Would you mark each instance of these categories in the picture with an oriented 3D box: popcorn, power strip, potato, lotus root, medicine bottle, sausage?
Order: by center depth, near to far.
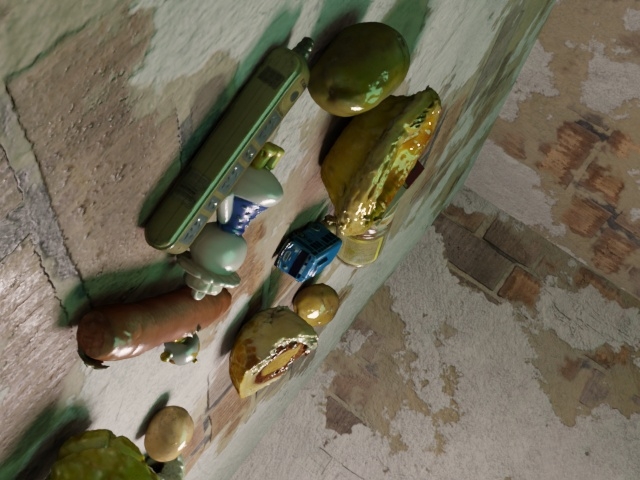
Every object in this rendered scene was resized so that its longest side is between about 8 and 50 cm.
[{"bbox_3d":[-0.125,-0.142,1.166,0.388,0.066,0.092,-55,170,-1],"label":"power strip"},{"bbox_3d":[-0.260,0.127,1.304,0.094,0.094,0.419,-18,179,17],"label":"sausage"},{"bbox_3d":[0.068,-0.289,1.332,0.200,0.137,0.155,-42,164,-50],"label":"potato"},{"bbox_3d":[-0.407,0.474,1.378,0.276,0.276,0.225,-51,-158,-16],"label":"popcorn"},{"bbox_3d":[-0.349,0.442,1.803,0.147,0.112,0.112,-51,170,21],"label":"potato"},{"bbox_3d":[0.000,0.000,2.037,0.073,0.062,0.150,-37,157,-55],"label":"lotus root"},{"bbox_3d":[0.117,-0.047,2.149,0.151,0.151,0.322,-50,167,-23],"label":"medicine bottle"},{"bbox_3d":[-0.011,0.196,2.390,0.137,0.137,0.176,-59,165,21],"label":"potato"}]

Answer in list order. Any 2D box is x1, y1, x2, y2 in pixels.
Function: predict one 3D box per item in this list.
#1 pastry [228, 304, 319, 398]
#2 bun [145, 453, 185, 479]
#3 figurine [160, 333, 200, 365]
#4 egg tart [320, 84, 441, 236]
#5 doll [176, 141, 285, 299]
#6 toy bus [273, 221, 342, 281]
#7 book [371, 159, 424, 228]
[{"bbox_3d":[-0.144,0.275,2.021,0.236,0.170,0.256,-28,163,-21],"label":"pastry"},{"bbox_3d":[-0.413,0.612,1.964,0.212,0.126,0.204,-47,168,-36],"label":"bun"},{"bbox_3d":[-0.269,0.183,1.511,0.101,0.068,0.143,-48,151,-60],"label":"figurine"},{"bbox_3d":[0.121,-0.186,1.716,0.388,0.169,0.388,-54,173,-10],"label":"egg tart"},{"bbox_3d":[-0.146,-0.030,1.295,0.293,0.119,0.138,-63,159,12],"label":"doll"},{"bbox_3d":[-0.027,0.028,1.909,0.090,0.106,0.184,-58,168,26],"label":"toy bus"},{"bbox_3d":[0.153,-0.165,1.979,0.232,0.162,0.022,-49,-164,-25],"label":"book"}]
